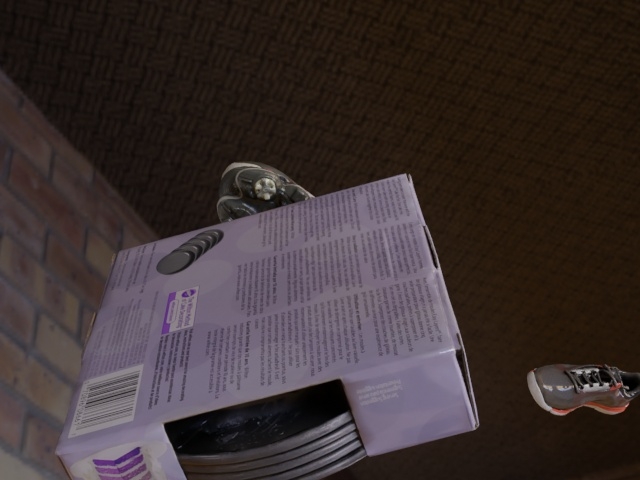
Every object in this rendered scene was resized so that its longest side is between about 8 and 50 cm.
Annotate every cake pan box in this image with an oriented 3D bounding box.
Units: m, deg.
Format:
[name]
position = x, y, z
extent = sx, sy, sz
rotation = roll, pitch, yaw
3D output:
[cake pan box]
position = -0.034, 0.060, 0.680
extent = 0.246, 0.267, 0.070
rotation = -17, 116, 5

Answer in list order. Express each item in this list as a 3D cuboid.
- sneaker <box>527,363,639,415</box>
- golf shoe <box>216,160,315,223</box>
[sneaker]
position = 0.301, 0.157, 1.126
extent = 0.158, 0.061, 0.065
rotation = 6, 144, -33
[golf shoe]
position = 0.000, 0.000, 1.136
extent = 0.105, 0.120, 0.273
rotation = -45, 112, 8
